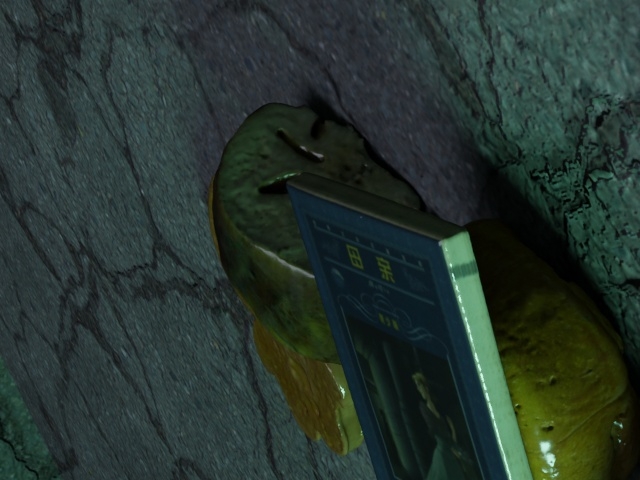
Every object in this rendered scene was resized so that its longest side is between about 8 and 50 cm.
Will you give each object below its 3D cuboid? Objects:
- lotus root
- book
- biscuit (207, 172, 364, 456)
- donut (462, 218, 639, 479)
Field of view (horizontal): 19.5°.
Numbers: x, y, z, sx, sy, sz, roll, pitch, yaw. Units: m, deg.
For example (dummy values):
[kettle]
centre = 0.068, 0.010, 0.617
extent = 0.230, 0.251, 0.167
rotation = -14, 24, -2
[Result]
[lotus root]
centre = 0.000, 0.000, 1.473
extent = 0.235, 0.138, 0.119
rotation = 42, 161, 29
[book]
centre = 0.067, 0.093, 1.248
extent = 0.191, 0.025, 0.269
rotation = 22, 135, 55
[biscuit]
centre = -0.025, 0.059, 1.689
extent = 0.202, 0.044, 0.289
rotation = 13, 129, 63
[donut]
centre = 0.129, 0.102, 1.307
extent = 0.226, 0.113, 0.227
rotation = 45, 151, 34
